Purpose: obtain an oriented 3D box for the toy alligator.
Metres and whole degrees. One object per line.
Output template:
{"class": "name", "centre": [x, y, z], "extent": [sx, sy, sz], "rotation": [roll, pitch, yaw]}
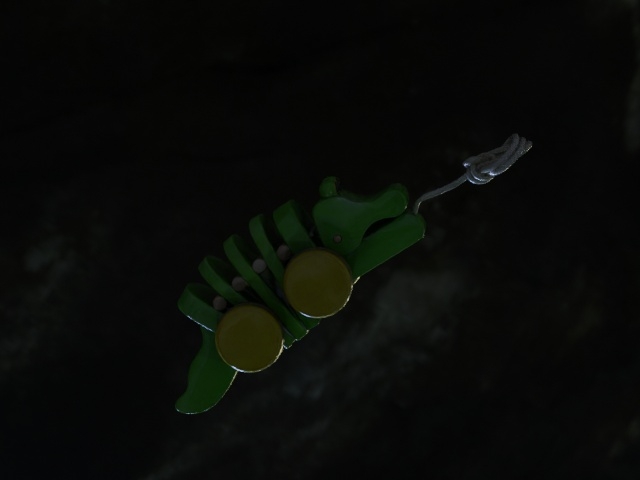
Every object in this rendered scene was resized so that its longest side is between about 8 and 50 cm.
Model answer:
{"class": "toy alligator", "centre": [0.000, 0.000, 0.772], "extent": [0.189, 0.056, 0.051], "rotation": [-39, -86, 12]}
